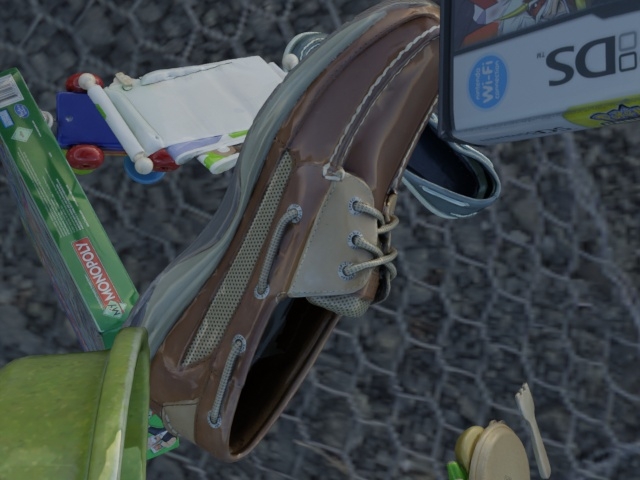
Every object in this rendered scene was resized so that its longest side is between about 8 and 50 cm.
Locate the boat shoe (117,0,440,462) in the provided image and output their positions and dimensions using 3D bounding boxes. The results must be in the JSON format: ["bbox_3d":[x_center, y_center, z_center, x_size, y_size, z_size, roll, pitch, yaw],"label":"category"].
[{"bbox_3d":[0.000,0.000,0.954,0.123,0.116,0.324,9,119,-57],"label":"boat shoe"}]

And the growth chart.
[{"bbox_3d":[-0.085,-0.117,1.396,0.237,0.172,0.021,-10,134,-22],"label":"growth chart"}]

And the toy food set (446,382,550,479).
[{"bbox_3d":[0.174,0.245,1.561,0.192,0.038,0.132,-43,122,-49],"label":"toy food set"}]

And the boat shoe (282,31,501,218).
[{"bbox_3d":[0.094,-0.143,1.841,0.319,0.099,0.116,41,76,-17],"label":"boat shoe"}]

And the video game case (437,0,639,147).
[{"bbox_3d":[0.149,-0.189,0.649,0.035,0.248,0.275,7,81,-39],"label":"video game case"}]

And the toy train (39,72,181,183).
[{"bbox_3d":[-0.274,-0.117,1.716,0.248,0.143,0.105,1,74,-13],"label":"toy train"}]

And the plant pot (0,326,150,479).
[{"bbox_3d":[-0.206,0.163,0.612,0.254,0.276,0.276,5,87,-4],"label":"plant pot"}]

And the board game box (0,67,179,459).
[{"bbox_3d":[-0.221,0.021,1.387,0.046,0.213,0.317,-23,54,-14],"label":"board game box"}]
